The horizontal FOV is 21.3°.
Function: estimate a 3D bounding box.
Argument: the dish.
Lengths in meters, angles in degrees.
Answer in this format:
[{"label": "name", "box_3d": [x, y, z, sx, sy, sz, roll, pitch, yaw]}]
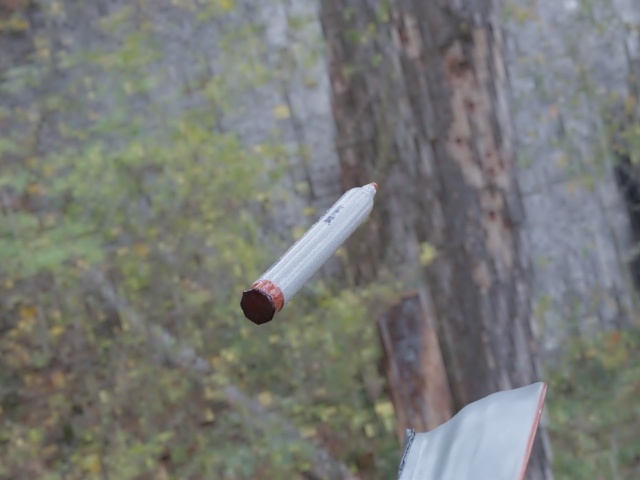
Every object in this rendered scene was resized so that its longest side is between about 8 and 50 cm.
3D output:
[{"label": "dish", "box_3d": [0.077, 0.208, 1.145, 0.085, 0.260, 0.260, 17, 18, 7]}]

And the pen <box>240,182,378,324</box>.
[{"label": "pen", "box_3d": [0.000, 0.000, 1.145, 0.026, 0.026, 0.218, -9, 19, 26]}]
